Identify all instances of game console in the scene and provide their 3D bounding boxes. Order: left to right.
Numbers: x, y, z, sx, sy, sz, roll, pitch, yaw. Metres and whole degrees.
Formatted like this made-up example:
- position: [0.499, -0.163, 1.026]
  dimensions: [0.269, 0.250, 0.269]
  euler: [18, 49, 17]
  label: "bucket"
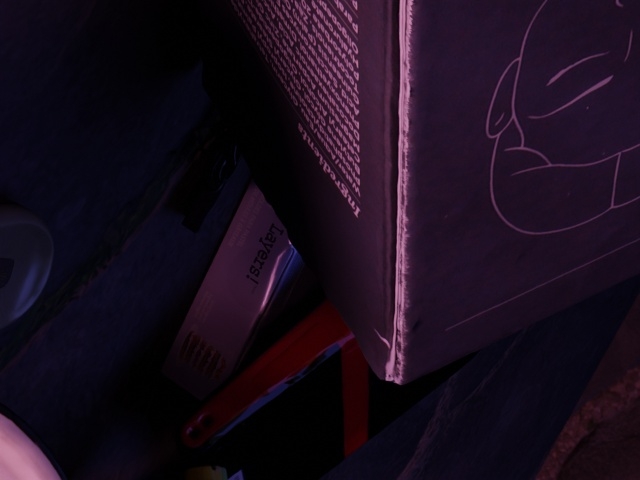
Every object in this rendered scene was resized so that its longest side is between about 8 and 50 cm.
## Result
- position: [0.022, 0.112, 1.720]
  dimensions: [0.342, 0.060, 0.386]
  euler: [-36, 163, -11]
  label: "game console"

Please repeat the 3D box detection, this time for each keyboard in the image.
- position: [-0.055, -0.097, 1.448]
  dimensions: [0.192, 0.038, 0.100]
  euler: [-59, -176, 5]
  label: "keyboard"

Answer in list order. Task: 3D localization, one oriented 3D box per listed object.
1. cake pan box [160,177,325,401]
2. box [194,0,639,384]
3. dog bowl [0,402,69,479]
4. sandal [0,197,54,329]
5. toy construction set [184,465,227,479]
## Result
- position: [0.000, 0.000, 1.660]
  dimensions: [0.246, 0.070, 0.267]
  euler: [-20, 139, -63]
  label: "cake pan box"
- position: [0.183, -0.225, 1.153]
  dimensions: [0.480, 0.297, 0.471]
  euler: [-24, 148, -14]
  label: "box"
- position: [-0.317, 0.211, 0.960]
  dimensions: [0.408, 0.150, 0.408]
  euler: [-27, 132, -34]
  label: "dog bowl"
- position: [-0.236, 0.044, 1.133]
  dimensions: [0.303, 0.086, 0.120]
  euler: [-25, 143, -56]
  label: "sandal"
- position: [-0.094, 0.273, 1.618]
  dimensions: [0.328, 0.215, 0.151]
  euler: [42, 38, -51]
  label: "toy construction set"
